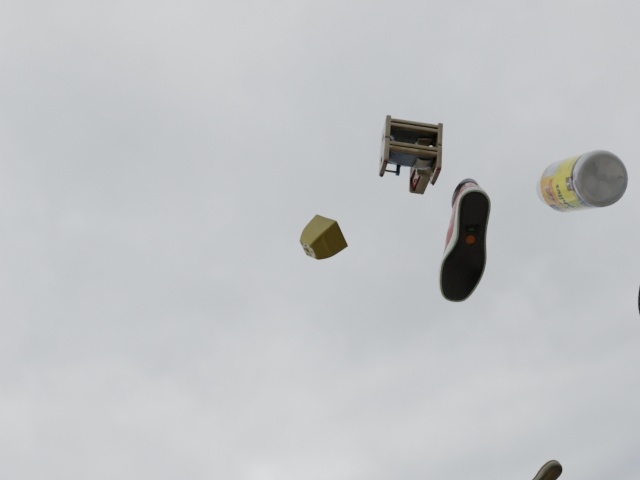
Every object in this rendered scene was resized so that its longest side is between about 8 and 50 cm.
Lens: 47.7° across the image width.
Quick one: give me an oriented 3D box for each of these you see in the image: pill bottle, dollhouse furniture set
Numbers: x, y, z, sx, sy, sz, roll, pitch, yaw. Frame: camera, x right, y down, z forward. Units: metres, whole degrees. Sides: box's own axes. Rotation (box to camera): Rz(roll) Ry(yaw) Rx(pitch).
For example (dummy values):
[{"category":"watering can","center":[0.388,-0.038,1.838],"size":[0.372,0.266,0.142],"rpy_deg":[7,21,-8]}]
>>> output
[{"category":"pill bottle","center":[0.543,-0.121,1.532],"size":[0.117,0.117,0.215],"rpy_deg":[-11,0,-9]},{"category":"dollhouse furniture set","center":[0.193,-0.169,1.645],"size":[0.129,0.128,0.183],"rpy_deg":[8,-29,-2]}]

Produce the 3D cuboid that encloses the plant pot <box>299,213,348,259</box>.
[{"category":"plant pot","center":[0.000,0.000,1.716],"size":[0.083,0.081,0.081],"rpy_deg":[-41,-55,-23]}]

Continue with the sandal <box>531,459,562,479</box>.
[{"category":"sandal","center":[0.487,0.571,1.616],"size":[0.180,0.049,0.072],"rpy_deg":[-46,-55,-8]}]

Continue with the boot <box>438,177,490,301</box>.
[{"category":"boot","center":[0.298,-0.003,1.511],"size":[0.088,0.176,0.244],"rpy_deg":[10,-76,3]}]

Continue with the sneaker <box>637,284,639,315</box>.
[{"category":"sneaker","center":[0.689,0.026,1.344],"size":[0.146,0.122,0.330],"rpy_deg":[31,-100,-57]}]
